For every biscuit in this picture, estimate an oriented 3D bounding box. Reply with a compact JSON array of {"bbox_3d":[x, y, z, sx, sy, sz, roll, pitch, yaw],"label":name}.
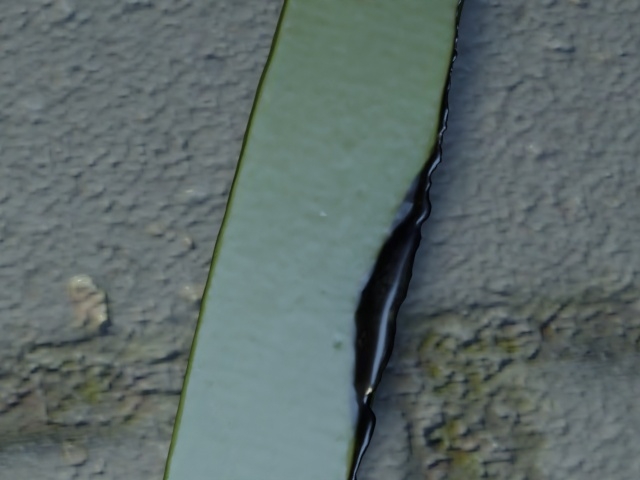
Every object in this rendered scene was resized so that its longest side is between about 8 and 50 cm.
[{"bbox_3d":[0.000,0.000,0.947,0.099,0.038,0.322,12,77,3],"label":"biscuit"}]
